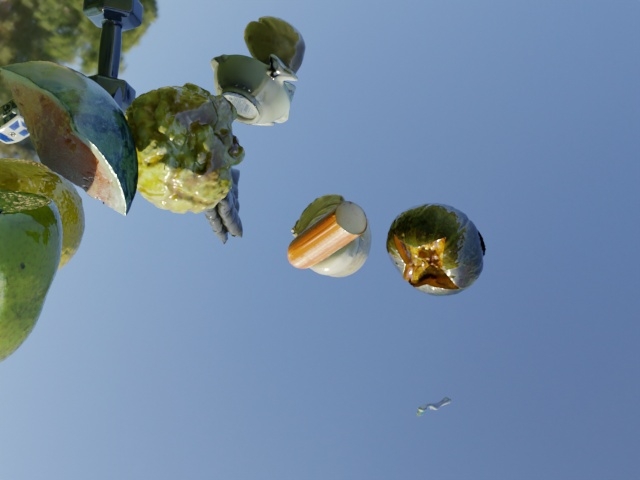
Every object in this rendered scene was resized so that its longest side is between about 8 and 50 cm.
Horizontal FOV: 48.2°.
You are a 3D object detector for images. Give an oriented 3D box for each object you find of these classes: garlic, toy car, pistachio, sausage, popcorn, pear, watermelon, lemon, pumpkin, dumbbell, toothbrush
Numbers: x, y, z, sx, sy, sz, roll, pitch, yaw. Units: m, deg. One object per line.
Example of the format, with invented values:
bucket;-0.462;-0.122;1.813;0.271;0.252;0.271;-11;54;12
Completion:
garlic;0.046;-0.010;1.900;0.203;0.184;0.281;-45;-165;13
toy car;-0.641;-0.260;1.514;0.170;0.080;0.070;-27;-122;15
pistachio;-0.114;-0.471;1.727;0.136;0.136;0.226;-50;-138;8
sausage;0.000;0.000;1.390;0.234;0.071;0.071;-36;-145;53
popcorn;-0.286;-0.187;1.493;0.247;0.282;0.282;-3;-122;32
pear;-0.590;0.076;1.219;0.342;0.238;0.318;-30;131;-72
watermelon;-0.435;-0.206;1.283;0.176;0.260;0.256;-20;-129;-15
lemon;-0.730;-0.045;1.708;0.336;0.336;0.336;-33;-141;32
pumpkin;0.273;0.017;1.681;0.238;0.238;0.159;-21;-158;42
dumbbell;-0.563;-0.502;1.910;0.160;0.144;0.325;68;24;-82
toothbrush;0.148;0.212;0.921;0.011;0.131;0.013;29;-82;25

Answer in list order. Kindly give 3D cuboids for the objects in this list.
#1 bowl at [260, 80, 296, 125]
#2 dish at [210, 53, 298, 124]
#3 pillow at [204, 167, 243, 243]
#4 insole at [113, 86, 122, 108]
bowl;-0.199;-0.424;2.198;0.237;0.237;0.126;11;-84;55
dish;-0.162;-0.333;1.642;0.246;0.224;0.078;-18;-141;52
pillow;-0.281;-0.152;1.979;0.101;0.326;0.228;-9;-110;1
insole;-0.515;-0.295;1.736;0.253;0.005;0.086;-87;-178;-54
